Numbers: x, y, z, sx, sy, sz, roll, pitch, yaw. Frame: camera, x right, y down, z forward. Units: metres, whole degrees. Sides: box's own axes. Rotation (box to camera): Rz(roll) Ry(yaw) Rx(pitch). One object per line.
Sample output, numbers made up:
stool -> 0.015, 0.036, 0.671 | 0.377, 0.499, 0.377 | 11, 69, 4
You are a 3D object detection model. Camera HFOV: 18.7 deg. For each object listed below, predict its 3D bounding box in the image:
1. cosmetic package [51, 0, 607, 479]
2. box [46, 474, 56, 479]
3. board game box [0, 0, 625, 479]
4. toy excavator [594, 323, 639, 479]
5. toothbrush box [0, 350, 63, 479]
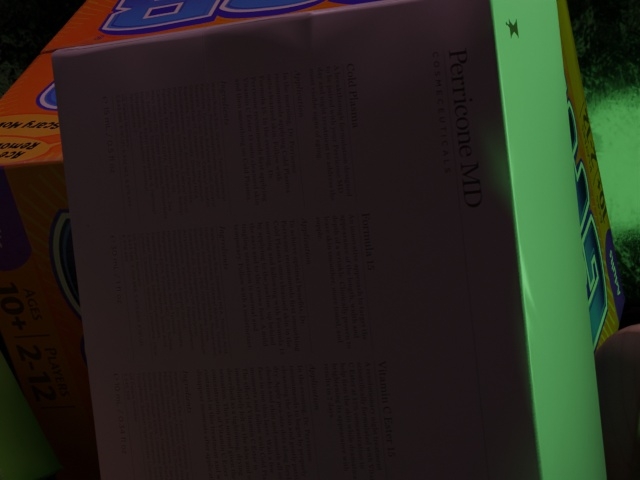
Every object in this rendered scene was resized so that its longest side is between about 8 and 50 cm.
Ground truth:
cosmetic package -> 0.007, 0.061, 1.097 | 0.284, 0.377, 0.097 | -4, 4, 32
box -> -0.316, 0.221, 1.536 | 0.261, 0.103, 0.184 | -6, -1, 1
board game box -> 0.000, 0.000, 1.436 | 0.357, 0.356, 0.356 | -4, 29, 20
toy excavator -> 0.372, 0.109, 1.192 | 0.222, 0.445, 0.433 | -7, 46, -36
toothbrush box -> -0.343, 0.176, 1.274 | 0.206, 0.122, 0.283 | -32, -7, 30
